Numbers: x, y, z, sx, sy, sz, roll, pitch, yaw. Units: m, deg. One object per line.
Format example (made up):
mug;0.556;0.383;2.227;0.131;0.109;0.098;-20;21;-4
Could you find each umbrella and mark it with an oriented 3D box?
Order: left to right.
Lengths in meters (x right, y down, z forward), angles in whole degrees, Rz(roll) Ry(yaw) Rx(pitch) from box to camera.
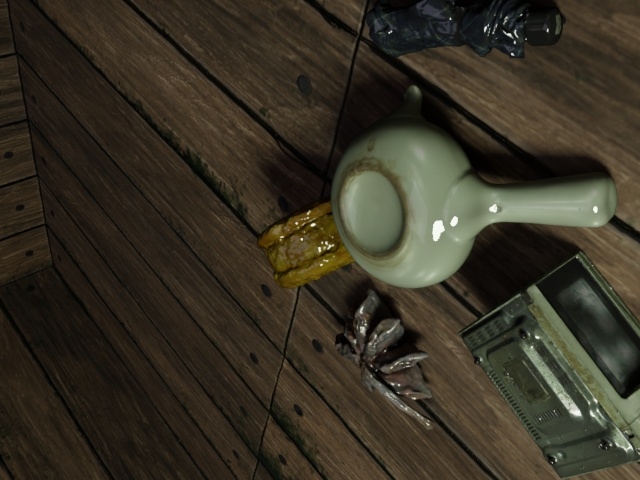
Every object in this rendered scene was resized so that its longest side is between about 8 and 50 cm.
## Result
umbrella;0.154;-0.240;0.696;0.224;0.080;0.071;18;91;42

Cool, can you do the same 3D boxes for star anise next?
star anise;0.101;0.193;1.031;0.231;0.089;0.209;46;152;43

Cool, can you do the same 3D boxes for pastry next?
pastry;0.000;0.000;0.963;0.188;0.188;0.103;-31;83;56

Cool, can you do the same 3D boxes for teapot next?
teapot;0.153;-0.030;0.757;0.318;0.149;0.220;37;130;36

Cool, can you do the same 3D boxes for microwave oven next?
microwave oven;0.280;0.145;0.725;0.205;0.129;0.163;55;144;13
